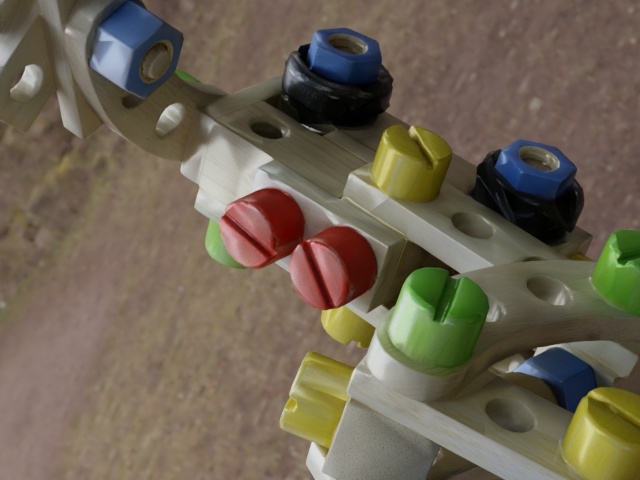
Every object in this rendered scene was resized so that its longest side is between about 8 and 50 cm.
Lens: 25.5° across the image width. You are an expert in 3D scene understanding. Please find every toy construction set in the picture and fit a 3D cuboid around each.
[{"bbox_3d":[0.000,0.000,0.543,0.215,0.327,0.151,-29,-21,-47],"label":"toy construction set"}]
